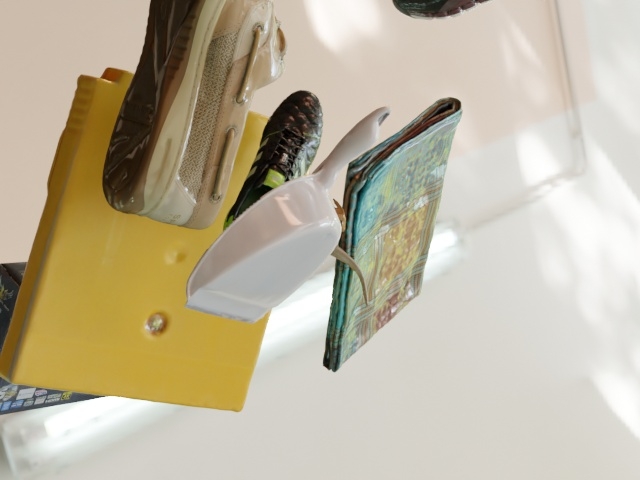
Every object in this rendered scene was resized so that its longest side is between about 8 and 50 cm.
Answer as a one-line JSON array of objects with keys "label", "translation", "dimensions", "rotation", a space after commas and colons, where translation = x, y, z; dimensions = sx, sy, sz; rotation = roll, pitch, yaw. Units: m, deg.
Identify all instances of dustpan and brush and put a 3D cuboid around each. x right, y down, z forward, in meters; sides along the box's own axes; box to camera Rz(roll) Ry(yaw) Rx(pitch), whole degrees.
[{"label": "dustpan and brush", "translation": [-0.014, -0.024, 0.958], "dimensions": [0.211, 0.060, 0.147], "rotation": [-38, 160, 11]}]

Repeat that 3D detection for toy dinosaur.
[{"label": "toy dinosaur", "translation": [0.000, 0.000, 1.606], "dimensions": [0.112, 0.211, 0.064], "rotation": [-52, -165, 54]}]

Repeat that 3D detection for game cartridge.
[{"label": "game cartridge", "translation": [-0.160, 0.007, 1.231], "dimensions": [0.285, 0.323, 0.053], "rotation": [15, -178, -39]}]

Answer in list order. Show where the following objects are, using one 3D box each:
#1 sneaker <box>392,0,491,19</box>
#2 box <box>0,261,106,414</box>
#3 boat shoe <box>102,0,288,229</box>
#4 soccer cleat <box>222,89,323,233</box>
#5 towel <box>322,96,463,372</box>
[{"label": "sneaker", "translation": [0.234, -0.418, 1.744], "dimensions": [0.281, 0.106, 0.162], "rotation": [-10, 158, 7]}, {"label": "box", "translation": [-0.289, 0.107, 1.395], "dimensions": [0.233, 0.183, 0.059], "rotation": [-3, -144, -48]}, {"label": "boat shoe", "translation": [-0.092, -0.178, 1.078], "dimensions": [0.110, 0.341, 0.121], "rotation": [17, -171, -33]}, {"label": "soccer cleat", "translation": [-0.042, -0.070, 1.184], "dimensions": [0.060, 0.179, 0.072], "rotation": [27, 173, -9]}, {"label": "towel", "translation": [0.106, -0.006, 1.745], "dimensions": [0.040, 0.370, 0.271], "rotation": [28, -138, 25]}]
